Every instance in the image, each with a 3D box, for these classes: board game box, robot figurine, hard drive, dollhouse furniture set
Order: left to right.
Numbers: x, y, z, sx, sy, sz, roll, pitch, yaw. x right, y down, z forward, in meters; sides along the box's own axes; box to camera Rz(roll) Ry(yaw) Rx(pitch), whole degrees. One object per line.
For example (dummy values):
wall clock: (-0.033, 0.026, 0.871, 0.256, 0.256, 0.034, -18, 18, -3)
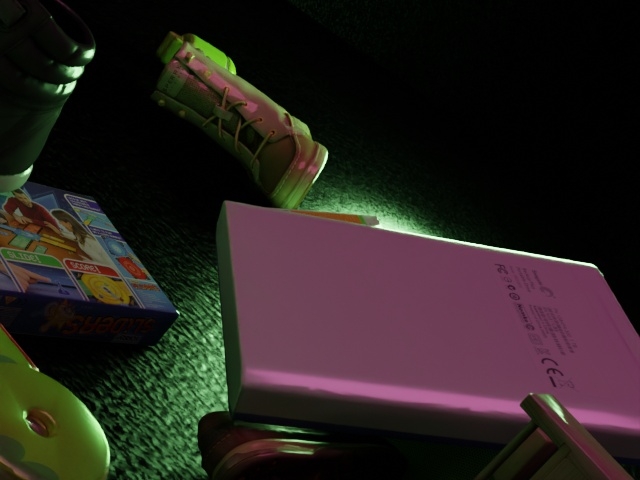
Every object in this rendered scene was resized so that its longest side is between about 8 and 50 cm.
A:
board game box: (-0.202, 0.006, 0.680, 0.136, 0.035, 0.201, 49, 18, 30)
robot figurine: (-0.163, -0.233, 1.371, 0.115, 0.067, 0.101, 28, 11, -35)
hard drive: (0.087, 0.065, 0.743, 0.318, 0.040, 0.210, 9, 32, -15)
dollhouse furniture set: (0.130, 0.202, 0.606, 0.129, 0.184, 0.129, 48, 18, 29)

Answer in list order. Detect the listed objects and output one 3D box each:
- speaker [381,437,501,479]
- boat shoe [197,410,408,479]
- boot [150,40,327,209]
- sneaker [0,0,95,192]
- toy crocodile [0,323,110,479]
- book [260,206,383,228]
speaker: (0.133, 0.187, 0.760, 0.296, 0.131, 0.131, 48, 18, 29)
boat shoe: (-0.008, 0.142, 0.685, 0.178, 0.064, 0.060, 17, 26, -46)
boot: (-0.100, -0.137, 1.193, 0.203, 0.095, 0.262, 34, 15, -19)
sneaker: (-0.248, -0.110, 0.567, 0.104, 0.147, 0.296, 47, 21, 21)
toy crocodile: (-0.166, 0.069, 0.439, 0.340, 0.115, 0.105, 48, 17, 30)
book: (0.000, 0.000, 1.046, 0.144, 0.035, 0.096, 7, 22, -17)
